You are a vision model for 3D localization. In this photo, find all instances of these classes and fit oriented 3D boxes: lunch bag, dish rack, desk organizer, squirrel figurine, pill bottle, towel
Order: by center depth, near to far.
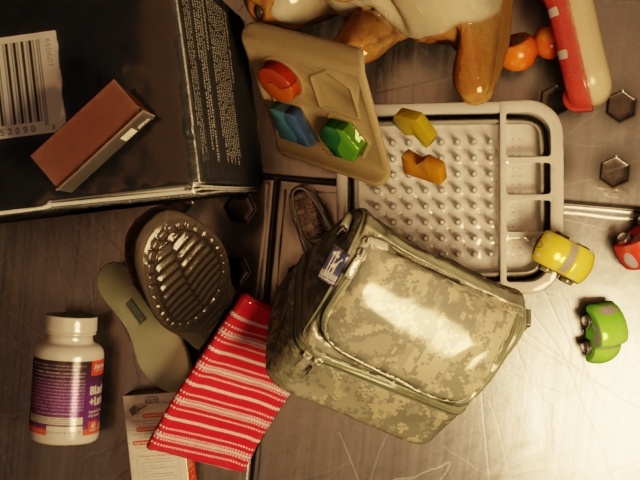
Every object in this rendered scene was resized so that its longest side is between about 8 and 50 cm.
[{"bbox_3d":[-0.252,-0.115,1.173,0.130,0.047,0.050,-41,85,5],"label":"desk organizer"},{"bbox_3d":[0.101,0.106,1.463,0.305,0.212,0.256,26,127,-16],"label":"lunch bag"},{"bbox_3d":[0.084,-0.413,1.522,0.371,0.281,0.397,4,53,29],"label":"squirrel figurine"},{"bbox_3d":[-0.117,0.218,1.588,0.031,0.199,0.274,38,97,46],"label":"towel"},{"bbox_3d":[0.192,-0.064,1.595,0.333,0.072,0.285,0,92,5],"label":"dish rack"},{"bbox_3d":[-0.391,0.211,1.639,0.108,0.108,0.193,4,92,5],"label":"pill bottle"}]

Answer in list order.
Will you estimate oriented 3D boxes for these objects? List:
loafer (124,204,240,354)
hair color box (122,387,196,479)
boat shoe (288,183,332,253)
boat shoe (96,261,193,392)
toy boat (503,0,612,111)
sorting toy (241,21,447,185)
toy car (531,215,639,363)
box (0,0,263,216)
[{"bbox_3d":[-0.203,0.064,1.514,0.130,0.366,0.134,35,71,28],"label":"loafer"},{"bbox_3d":[-0.250,0.316,1.657,0.093,0.053,0.167,-5,92,7],"label":"hair color box"},{"bbox_3d":[0.000,0.000,1.618,0.066,0.063,0.184,-17,90,6],"label":"boat shoe"},{"bbox_3d":[-0.261,0.130,1.638,0.079,0.081,0.227,-34,81,6],"label":"boat shoe"},{"bbox_3d":[0.330,-0.291,1.543,0.151,0.151,0.231,-13,90,16],"label":"toy boat"},{"bbox_3d":[0.028,-0.173,1.478,0.307,0.229,0.041,21,54,33],"label":"sorting toy"},{"bbox_3d":[0.424,0.080,1.559,0.239,0.053,0.224,-9,107,-20],"label":"toy car"},{"bbox_3d":[-0.359,-0.175,1.443,0.480,0.472,0.297,-6,90,6],"label":"box"}]
